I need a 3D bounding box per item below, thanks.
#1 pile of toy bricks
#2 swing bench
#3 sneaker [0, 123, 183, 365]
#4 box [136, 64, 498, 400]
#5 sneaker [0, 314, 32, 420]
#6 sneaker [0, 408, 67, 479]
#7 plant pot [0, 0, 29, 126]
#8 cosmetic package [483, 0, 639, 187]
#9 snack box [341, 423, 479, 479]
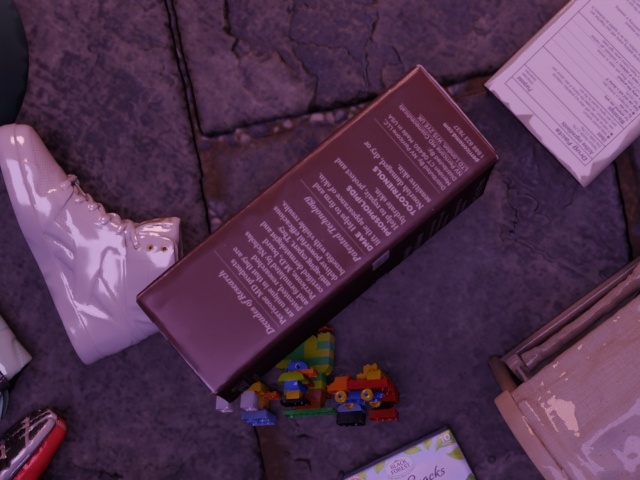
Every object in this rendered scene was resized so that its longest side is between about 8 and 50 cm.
[{"bbox_3d":[-0.008,0.148,1.655,0.212,0.118,0.105,-6,67,22],"label":"pile of toy bricks"},{"bbox_3d":[0.325,0.139,1.533,0.253,0.255,0.165,-38,91,7],"label":"swing bench"},{"bbox_3d":[-0.246,-0.020,1.654,0.169,0.108,0.292,-21,103,5],"label":"sneaker"},{"bbox_3d":[0.000,0.000,1.539,0.381,0.191,0.143,-38,82,-4],"label":"box"},{"bbox_3d":[-0.455,0.183,1.693,0.256,0.094,0.151,-43,92,9],"label":"sneaker"},{"bbox_3d":[-0.359,0.325,1.711,0.118,0.107,0.279,27,101,-16],"label":"sneaker"},{"bbox_3d":[-0.487,-0.195,1.577,0.293,0.235,0.293,0,97,1],"label":"plant pot"},{"bbox_3d":[0.340,-0.221,1.569,0.309,0.113,0.160,-43,90,8],"label":"cosmetic package"},{"bbox_3d":[0.109,0.288,1.677,0.141,0.037,0.100,-27,91,7],"label":"snack box"}]
